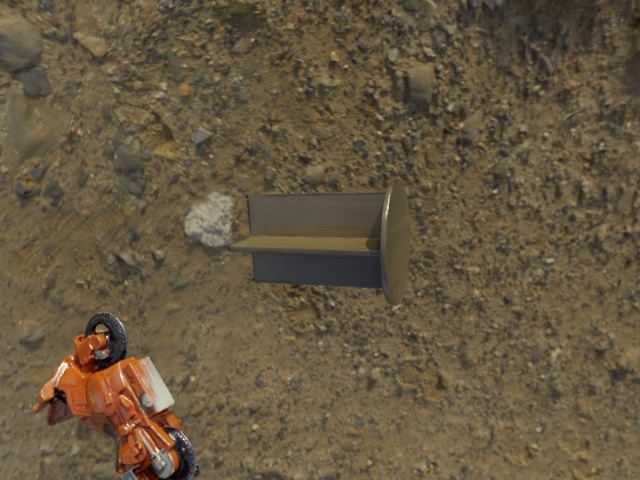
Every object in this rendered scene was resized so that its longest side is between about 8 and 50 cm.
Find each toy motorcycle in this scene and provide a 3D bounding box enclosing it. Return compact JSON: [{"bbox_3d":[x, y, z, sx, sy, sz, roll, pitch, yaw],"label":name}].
[{"bbox_3d":[-0.335,0.295,0.803,0.221,0.325,0.148,-40,167,20],"label":"toy motorcycle"}]

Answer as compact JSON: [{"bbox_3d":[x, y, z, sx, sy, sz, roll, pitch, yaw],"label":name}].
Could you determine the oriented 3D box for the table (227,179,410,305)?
[{"bbox_3d":[0.000,0.000,0.689,0.227,0.167,0.167,1,114,20],"label":"table"}]
